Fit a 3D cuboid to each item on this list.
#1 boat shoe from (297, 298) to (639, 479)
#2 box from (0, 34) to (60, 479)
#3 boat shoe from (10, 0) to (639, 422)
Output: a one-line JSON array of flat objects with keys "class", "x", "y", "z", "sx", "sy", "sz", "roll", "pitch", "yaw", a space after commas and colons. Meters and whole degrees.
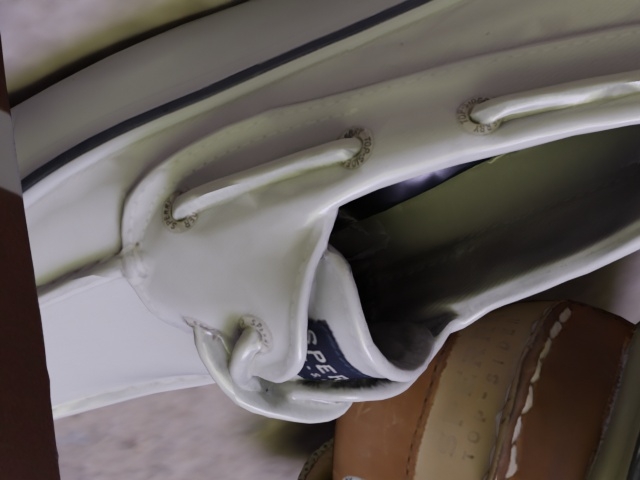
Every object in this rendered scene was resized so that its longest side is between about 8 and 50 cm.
[{"class": "boat shoe", "x": 0.051, "y": 0.097, "z": 0.572, "sx": 0.119, "sy": 0.123, "sz": 0.324, "roll": 19, "pitch": 153, "yaw": 7}, {"class": "box", "x": -0.254, "y": 0.067, "z": 0.368, "sx": 0.381, "sy": 0.143, "sz": 0.191, "roll": -37, "pitch": 141, "yaw": 27}, {"class": "boat shoe", "x": 0.000, "y": 0.000, "z": 0.410, "sx": 0.267, "sy": 0.088, "sz": 0.096, "roll": -23, "pitch": 146, "yaw": 13}]
